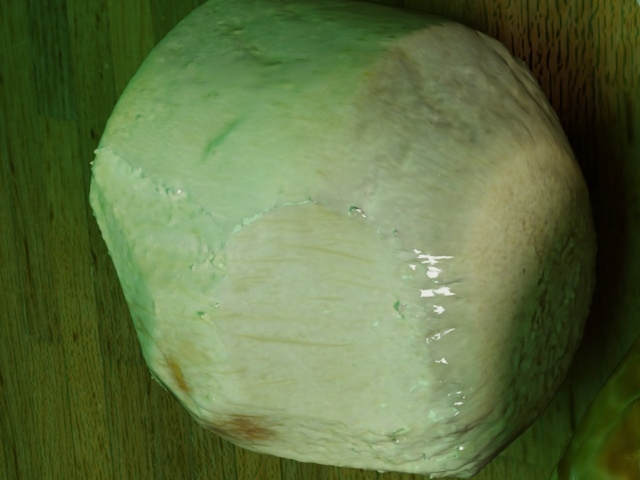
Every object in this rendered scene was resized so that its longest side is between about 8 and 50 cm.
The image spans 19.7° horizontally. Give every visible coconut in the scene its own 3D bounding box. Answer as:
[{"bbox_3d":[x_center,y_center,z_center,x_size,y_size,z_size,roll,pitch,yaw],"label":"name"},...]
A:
[{"bbox_3d":[0.000,0.000,1.428,0.415,0.345,0.415,15,114,36],"label":"coconut"}]

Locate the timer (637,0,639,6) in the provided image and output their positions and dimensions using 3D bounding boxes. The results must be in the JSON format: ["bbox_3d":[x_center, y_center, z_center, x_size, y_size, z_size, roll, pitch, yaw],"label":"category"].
[{"bbox_3d":[0.315,-0.243,1.126,0.194,0.195,0.192,15,125,42],"label":"timer"}]

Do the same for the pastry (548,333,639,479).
[{"bbox_3d":[0.326,0.160,1.166,0.388,0.388,0.312,-39,59,43],"label":"pastry"}]
